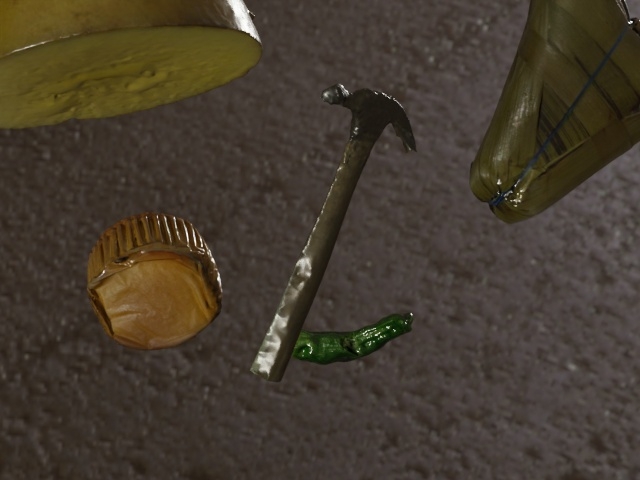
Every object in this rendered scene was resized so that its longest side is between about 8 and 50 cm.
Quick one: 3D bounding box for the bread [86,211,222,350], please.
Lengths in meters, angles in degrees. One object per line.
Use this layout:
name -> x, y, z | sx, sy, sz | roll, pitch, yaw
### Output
bread -> -0.235, 0.054, 1.810 | 0.199, 0.199, 0.104 | 1, 40, -16

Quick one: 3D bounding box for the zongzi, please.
zongzi -> 0.223, -0.195, 1.379 | 0.260, 0.123, 0.289 | -35, 89, -8

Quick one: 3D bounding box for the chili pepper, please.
chili pepper -> 0.046, 0.136, 1.760 | 0.182, 0.073, 0.050 | -15, 50, 12

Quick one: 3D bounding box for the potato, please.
potato -> -0.151, -0.173, 0.837 | 0.203, 0.158, 0.178 | -12, -8, 21

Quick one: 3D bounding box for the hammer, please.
hammer -> -0.001, 0.000, 1.189 | 0.125, 0.297, 0.027 | 13, 15, -39
